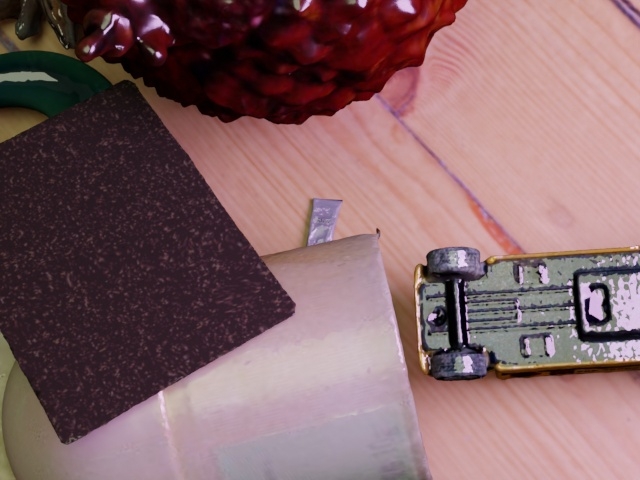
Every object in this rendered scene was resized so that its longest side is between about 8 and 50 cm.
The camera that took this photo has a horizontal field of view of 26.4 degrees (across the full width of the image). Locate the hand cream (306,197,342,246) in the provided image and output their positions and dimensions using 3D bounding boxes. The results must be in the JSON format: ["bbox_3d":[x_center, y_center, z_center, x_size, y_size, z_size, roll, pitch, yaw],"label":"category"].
[{"bbox_3d":[0.000,0.000,1.354,0.030,0.019,0.093,8,74,6],"label":"hand cream"}]

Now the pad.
[{"bbox_3d":[-0.190,0.004,1.180,0.220,0.004,0.330,-29,55,-12],"label":"pad"}]

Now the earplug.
[{"bbox_3d":[-0.260,-0.060,1.321,0.164,0.280,0.257,-31,112,22],"label":"earplug"}]

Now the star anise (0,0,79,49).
[{"bbox_3d":[-0.290,-0.286,1.435,0.182,0.065,0.195,-5,79,9],"label":"star anise"}]

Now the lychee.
[{"bbox_3d":[-0.066,-0.301,1.243,0.424,0.424,0.500,38,56,13],"label":"lychee"}]

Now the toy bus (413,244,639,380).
[{"bbox_3d":[0.256,0.066,1.257,0.336,0.123,0.121,-4,77,5],"label":"toy bus"}]

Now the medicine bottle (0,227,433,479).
[{"bbox_3d":[-0.121,0.147,1.215,0.406,0.236,0.235,-12,75,2],"label":"medicine bottle"}]
